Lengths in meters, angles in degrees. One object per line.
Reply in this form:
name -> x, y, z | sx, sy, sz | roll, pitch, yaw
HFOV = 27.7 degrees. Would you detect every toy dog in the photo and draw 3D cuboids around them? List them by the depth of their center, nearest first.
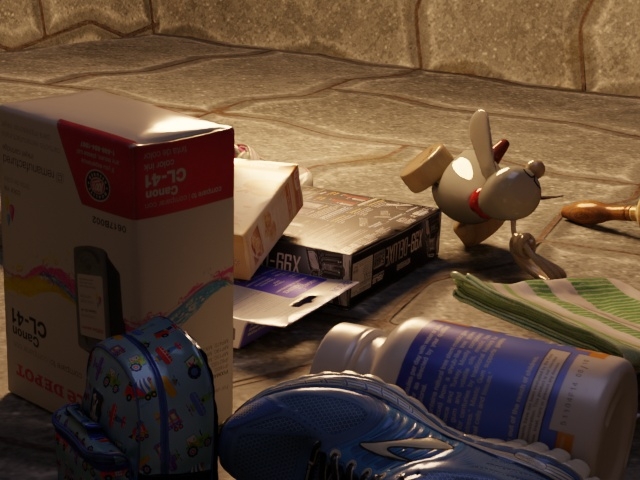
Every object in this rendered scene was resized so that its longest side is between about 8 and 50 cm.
toy dog -> 0.256, -0.089, 1.850 | 0.161, 0.220, 0.334 | -46, 31, -9

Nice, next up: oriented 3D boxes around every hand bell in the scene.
hand bell -> 0.484, -0.044, 2.055 | 0.126, 0.126, 0.242 | -12, 10, -43

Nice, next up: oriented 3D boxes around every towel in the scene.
towel -> 0.329, 0.086, 1.445 | 0.325, 0.038, 0.248 | 5, 13, -44

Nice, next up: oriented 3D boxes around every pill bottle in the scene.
pill bottle -> 0.131, 0.152, 1.156 | 0.272, 0.152, 0.152 | 11, 18, 26

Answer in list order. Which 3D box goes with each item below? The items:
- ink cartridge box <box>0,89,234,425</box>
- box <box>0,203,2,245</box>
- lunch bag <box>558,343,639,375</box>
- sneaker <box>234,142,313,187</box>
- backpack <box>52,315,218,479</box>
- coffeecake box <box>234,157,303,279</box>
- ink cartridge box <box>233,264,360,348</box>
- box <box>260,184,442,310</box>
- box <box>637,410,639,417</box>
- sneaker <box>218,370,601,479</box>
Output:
ink cartridge box -> -0.200, 0.024, 1.266 | 0.226, 0.306, 0.131 | 17, 21, 41
box -> -0.403, -0.037, 1.899 | 0.183, 0.056, 0.231 | -12, 21, -43
lunch bag -> 0.319, 0.131, 1.451 | 0.083, 0.053, 0.071 | -12, 17, -15
sneaker -> -0.116, -0.103, 2.084 | 0.252, 0.111, 0.103 | -9, 20, -37
backpack -> -0.149, 0.155, 1.057 | 0.117, 0.173, 0.158 | -6, 19, -28
coffeecake box -> -0.122, -0.033, 1.664 | 0.142, 0.068, 0.185 | 6, 34, 21
ink cartridge box -> -0.087, 0.077, 1.575 | 0.208, 0.045, 0.206 | 9, 17, 26
box -> 0.000, 0.000, 1.808 | 0.242, 0.076, 0.307 | 10, 17, 25
box -> 0.216, 0.174, 1.292 | 0.178, 0.042, 0.109 | 18, 22, 42
sneaker -> 0.055, 0.196, 1.033 | 0.330, 0.130, 0.147 | 11, 15, 26
